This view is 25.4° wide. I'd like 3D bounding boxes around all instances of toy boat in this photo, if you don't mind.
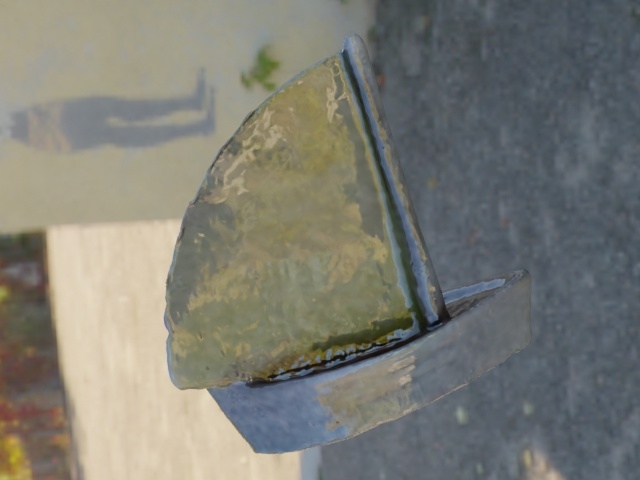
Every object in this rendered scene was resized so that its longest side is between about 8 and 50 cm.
[{"bbox_3d":[-0.001,0.032,1.113,0.293,0.276,0.111,52,-175,-15],"label":"toy boat"}]
